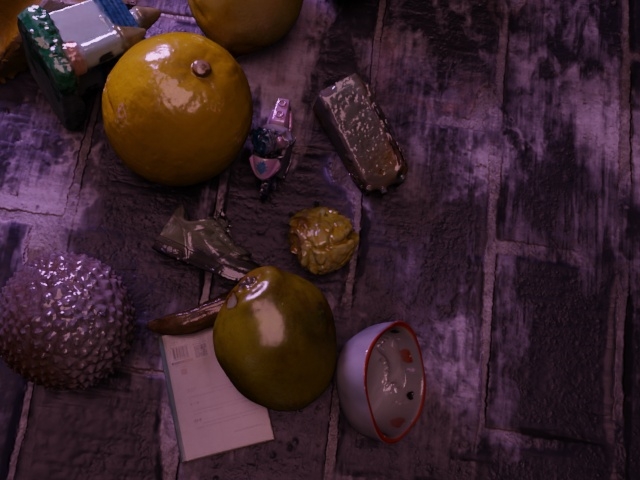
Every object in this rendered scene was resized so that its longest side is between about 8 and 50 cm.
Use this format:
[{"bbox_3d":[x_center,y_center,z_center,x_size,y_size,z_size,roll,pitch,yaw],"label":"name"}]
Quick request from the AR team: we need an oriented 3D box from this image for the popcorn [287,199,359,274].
[{"bbox_3d":[0.001,-0.009,1.478,0.173,0.142,0.173,-7,51,8],"label":"popcorn"}]

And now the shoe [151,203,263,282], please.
[{"bbox_3d":[-0.225,0.005,1.464,0.293,0.109,0.149,19,81,4],"label":"shoe"}]

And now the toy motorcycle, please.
[{"bbox_3d":[-0.109,-0.229,1.484,0.108,0.204,0.239,-3,74,2],"label":"toy motorcycle"}]

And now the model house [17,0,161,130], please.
[{"bbox_3d":[-0.490,-0.439,1.490,0.325,0.267,0.194,-33,86,-22],"label":"model house"}]

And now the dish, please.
[{"bbox_3d":[0.117,0.297,1.382,0.117,0.256,0.256,-6,73,36],"label":"dish"}]

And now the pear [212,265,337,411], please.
[{"bbox_3d":[-0.087,0.204,1.343,0.269,0.269,0.321,-21,114,-9],"label":"pear"}]

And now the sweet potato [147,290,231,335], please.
[{"bbox_3d":[-0.271,0.169,1.440,0.233,0.081,0.062,-17,97,-8],"label":"sweet potato"}]

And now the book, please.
[{"bbox_3d":[-0.232,0.326,1.432,0.215,0.025,0.282,-11,77,-6],"label":"book"}]

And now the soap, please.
[{"bbox_3d":[-0.668,-0.530,1.595,0.339,0.304,0.169,-31,86,29],"label":"soap"}]

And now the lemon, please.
[{"bbox_3d":[-0.310,-0.287,1.417,0.348,0.348,0.348,1,76,-5],"label":"lemon"}]

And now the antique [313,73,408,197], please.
[{"bbox_3d":[0.101,-0.242,1.551,0.125,0.150,0.284,-28,89,-6],"label":"antique"}]

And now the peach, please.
[{"bbox_3d":[-0.177,-0.616,1.531,0.281,0.314,0.315,0,78,-21],"label":"peach"}]

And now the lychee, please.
[{"bbox_3d":[-0.523,0.160,1.323,0.300,0.300,0.300,1,76,-5],"label":"lychee"}]
